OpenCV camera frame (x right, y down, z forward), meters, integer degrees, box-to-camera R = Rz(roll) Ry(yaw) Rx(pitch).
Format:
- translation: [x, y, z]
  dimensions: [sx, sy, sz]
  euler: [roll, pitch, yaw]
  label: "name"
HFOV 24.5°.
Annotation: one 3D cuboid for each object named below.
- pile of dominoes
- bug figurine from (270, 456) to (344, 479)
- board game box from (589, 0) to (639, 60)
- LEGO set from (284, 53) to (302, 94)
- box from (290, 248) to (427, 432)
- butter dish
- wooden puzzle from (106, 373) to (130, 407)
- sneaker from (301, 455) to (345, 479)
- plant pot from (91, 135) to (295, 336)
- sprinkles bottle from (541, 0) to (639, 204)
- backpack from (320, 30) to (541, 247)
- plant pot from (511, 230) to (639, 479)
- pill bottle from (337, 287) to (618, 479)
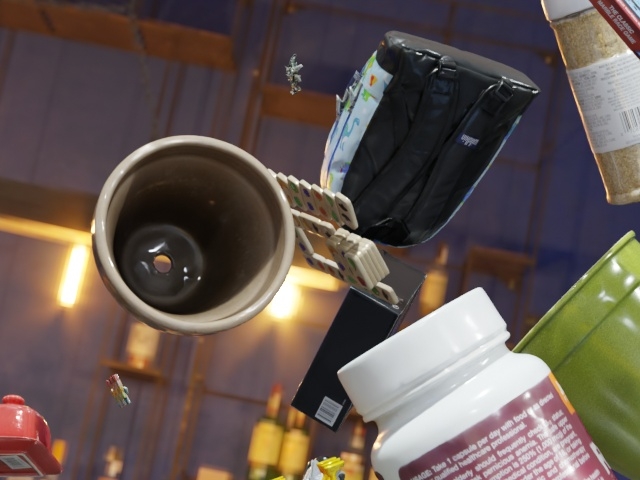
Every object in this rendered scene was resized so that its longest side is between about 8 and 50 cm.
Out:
- translation: [0.000, 0.000, 2.080]
  dimensions: [0.251, 0.040, 0.196]
  euler: [22, -33, 55]
  label: "pile of dominoes"
- translation: [-0.089, 0.317, 1.578]
  dimensions: [0.279, 0.072, 0.216]
  euler: [-18, 2, -11]
  label: "bug figurine"
- translation: [0.318, -0.262, 1.494]
  dimensions: [0.027, 0.145, 0.281]
  euler: [-27, -62, 40]
  label: "board game box"
- translation: [-0.042, -0.238, 2.136]
  dimensions: [0.023, 0.054, 0.083]
  euler: [-3, -31, -9]
  label: "LEGO set"
- translation: [0.066, 0.170, 2.519]
  dimensions: [0.103, 0.261, 0.184]
  euler: [31, 26, 9]
  label: "box"
- translation: [-0.493, 0.301, 2.324]
  dimensions: [0.159, 0.118, 0.160]
  euler: [-1, -30, 9]
  label: "butter dish"
- translation: [-0.311, 0.232, 2.265]
  dimensions: [0.006, 0.049, 0.083]
  euler: [-24, -5, -26]
  label: "wooden puzzle"
- translation: [-0.017, 0.372, 2.098]
  dimensions: [0.086, 0.132, 0.228]
  euler: [20, 0, 4]
  label: "sneaker"
- translation: [-0.192, 0.013, 1.972]
  dimensions: [0.263, 0.263, 0.229]
  euler: [14, -17, -16]
  label: "plant pot"
- translation: [0.447, -0.237, 2.266]
  dimensions: [0.121, 0.355, 0.121]
  euler: [-19, 7, 2]
  label: "sprinkles bottle"
- translation: [0.146, -0.158, 2.445]
  dimensions: [0.290, 0.356, 0.273]
  euler: [12, 16, -27]
  label: "backpack"
- translation: [0.529, 0.237, 2.489]
  dimensions: [0.353, 0.366, 0.366]
  euler: [44, -7, 10]
  label: "plant pot"
- translation: [0.196, 0.265, 1.600]
  dimensions: [0.224, 0.392, 0.224]
  euler: [-30, -6, -3]
  label: "pill bottle"
